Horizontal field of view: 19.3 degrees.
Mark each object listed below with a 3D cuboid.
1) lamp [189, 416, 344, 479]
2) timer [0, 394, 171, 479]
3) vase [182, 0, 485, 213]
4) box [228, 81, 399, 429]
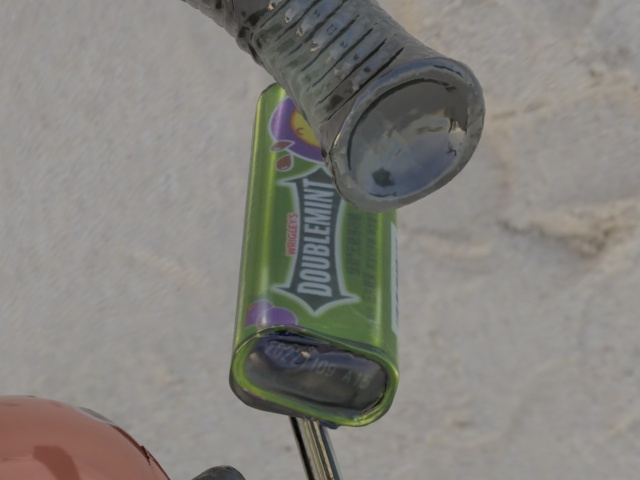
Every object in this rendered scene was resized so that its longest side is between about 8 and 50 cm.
[{"bbox_3d":[-0.029,0.189,1.443,0.124,0.283,0.203,-30,76,26],"label":"lamp"},{"bbox_3d":[-0.165,0.192,0.944,0.215,0.229,0.229,-10,84,-21],"label":"timer"},{"bbox_3d":[-0.011,-0.111,0.887,0.115,0.115,0.237,-21,44,-18],"label":"vase"},{"bbox_3d":[0.000,0.000,1.571,0.134,0.097,0.345,11,39,-6],"label":"box"}]
